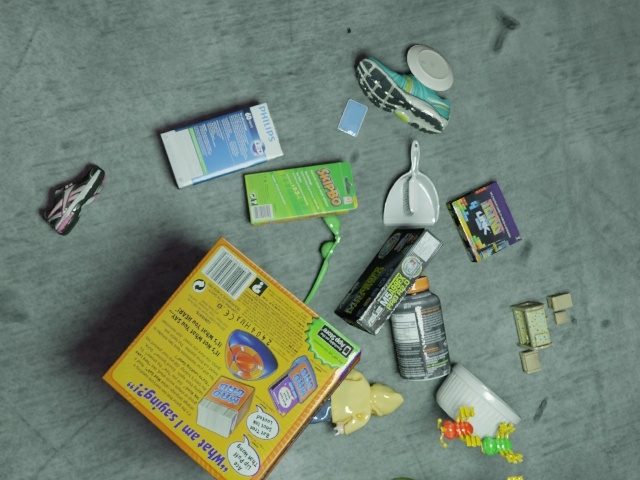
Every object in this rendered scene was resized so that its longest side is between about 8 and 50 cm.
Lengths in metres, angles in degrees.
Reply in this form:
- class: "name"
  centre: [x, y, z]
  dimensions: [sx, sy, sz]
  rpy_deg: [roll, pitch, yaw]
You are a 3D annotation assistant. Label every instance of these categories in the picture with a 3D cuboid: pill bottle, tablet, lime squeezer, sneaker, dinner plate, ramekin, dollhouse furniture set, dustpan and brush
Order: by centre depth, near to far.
- class: "sneaker"
  centre: [-0.567, -0.104, 1.584]
  dimensions: [0.077, 0.072, 0.178]
  rpy_deg: [34, 77, 1]
- class: "lime squeezer"
  centre: [0.000, 0.000, 1.710]
  dimensions: [0.109, 0.059, 0.311]
  rpy_deg: [-6, 92, -12]
- class: "ramekin"
  centre: [0.382, 0.410, 1.719]
  dimensions: [0.207, 0.207, 0.109]
  rpy_deg: [40, 92, -9]
- class: "pill bottle"
  centre: [0.242, 0.213, 1.722]
  dimensions: [0.130, 0.130, 0.246]
  rpy_deg: [-10, 92, -12]
- class: "sneaker"
  centre: [0.210, -0.375, 1.752]
  dimensions: [0.275, 0.107, 0.110]
  rpy_deg: [32, 64, -15]
- class: "tablet"
  centre: [0.081, -0.310, 1.755]
  dimensions: [0.054, 0.006, 0.083]
  rpy_deg: [23, 86, -11]
- class: "dustpan and brush"
  centre: [0.233, -0.144, 1.758]
  dimensions: [0.147, 0.060, 0.211]
  rpy_deg: [-1, 90, -12]
- class: "dinner plate"
  centre: [0.283, -0.442, 1.761]
  dimensions: [0.141, 0.017, 0.141]
  rpy_deg: [13, 59, -22]
- class: "dollhouse furniture set"
  centre: [0.606, 0.244, 1.814]
  dimensions: [0.160, 0.101, 0.182]
  rpy_deg: [-13, 92, -12]

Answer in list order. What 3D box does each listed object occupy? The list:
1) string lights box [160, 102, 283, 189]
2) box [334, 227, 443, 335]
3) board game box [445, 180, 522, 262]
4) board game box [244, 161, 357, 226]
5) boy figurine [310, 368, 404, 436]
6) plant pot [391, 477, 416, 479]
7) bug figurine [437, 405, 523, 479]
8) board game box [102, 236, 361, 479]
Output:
- class: "string lights box"
  centre: [-0.233, -0.223, 1.650]
  dimensions: [0.259, 0.077, 0.134]
  rpy_deg: [-19, 94, -12]
- class: "box"
  centre: [0.157, 0.093, 1.661]
  dimensions: [0.060, 0.216, 0.270]
  rpy_deg: [39, 83, -11]
- class: "board game box"
  centre: [0.425, -0.048, 1.806]
  dimensions: [0.141, 0.048, 0.170]
  rpy_deg: [-26, 95, -10]
- class: "board game box"
  centre: [-0.047, -0.114, 1.682]
  dimensions: [0.259, 0.039, 0.124]
  rpy_deg: [-9, 76, -2]
- class: "boy figurine"
  centre: [0.061, 0.386, 1.701]
  dimensions: [0.285, 0.092, 0.177]
  rpy_deg: [-2, 64, -15]
- class: "plant pot"
  centre: [0.230, 0.691, 1.652]
  dimensions: [0.275, 0.254, 0.276]
  rpy_deg: [0, 90, -12]
- class: "bug figurine"
  centre: [0.365, 0.521, 1.559]
  dimensions: [0.216, 0.072, 0.279]
  rpy_deg: [10, 59, -27]
- class: "board game box"
  centre: [-0.160, 0.269, 1.472]
  dimensions: [0.356, 0.356, 0.356]
  rpy_deg: [38, 82, 10]
